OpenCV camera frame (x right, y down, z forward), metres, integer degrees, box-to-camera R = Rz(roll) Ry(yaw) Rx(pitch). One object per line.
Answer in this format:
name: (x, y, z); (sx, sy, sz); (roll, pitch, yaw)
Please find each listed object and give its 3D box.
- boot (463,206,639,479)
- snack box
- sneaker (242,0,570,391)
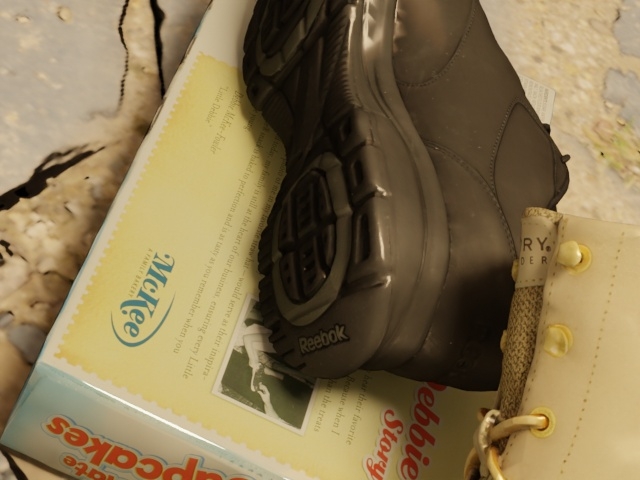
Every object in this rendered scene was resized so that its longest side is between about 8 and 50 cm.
boot: (0.055, 0.089, 0.552); (0.262, 0.095, 0.203); (4, 88, -7)
snack box: (0.000, 0.000, 0.725); (0.187, 0.060, 0.322); (26, 42, -7)
sneaker: (0.042, -0.054, 0.693); (0.130, 0.109, 0.286); (18, 53, -26)
